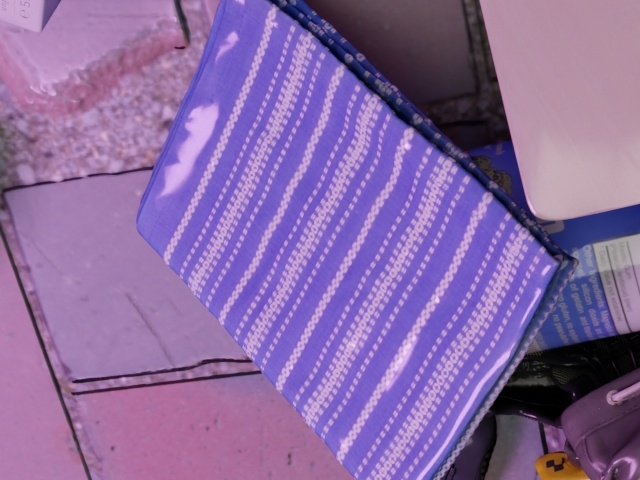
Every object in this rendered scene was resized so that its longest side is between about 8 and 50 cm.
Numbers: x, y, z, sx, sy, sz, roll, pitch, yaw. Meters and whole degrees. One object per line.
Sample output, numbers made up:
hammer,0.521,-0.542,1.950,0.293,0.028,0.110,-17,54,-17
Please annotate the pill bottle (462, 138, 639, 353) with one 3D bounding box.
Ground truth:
pill bottle,0.206,-0.012,0.956,0.272,0.152,0.152,-14,114,15

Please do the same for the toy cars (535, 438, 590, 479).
toy cars,0.365,0.217,1.063,0.393,0.087,0.176,14,126,-6

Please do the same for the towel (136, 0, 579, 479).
towel,0.000,0.000,0.951,0.336,0.040,0.243,46,124,30

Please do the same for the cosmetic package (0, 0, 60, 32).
cosmetic package,-0.248,-0.283,0.862,0.224,0.138,0.224,19,139,1

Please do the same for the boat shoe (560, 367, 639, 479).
boat shoe,0.316,0.067,0.962,0.335,0.095,0.112,-33,146,-13

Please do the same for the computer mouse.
computer mouse,0.096,0.228,1.160,0.071,0.041,0.242,12,119,2

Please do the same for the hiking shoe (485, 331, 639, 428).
hiking shoe,0.212,0.103,1.035,0.226,0.114,0.086,-9,115,13

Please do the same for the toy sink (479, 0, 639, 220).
toy sink,0.187,-0.144,0.871,0.152,0.131,0.234,-14,92,15
